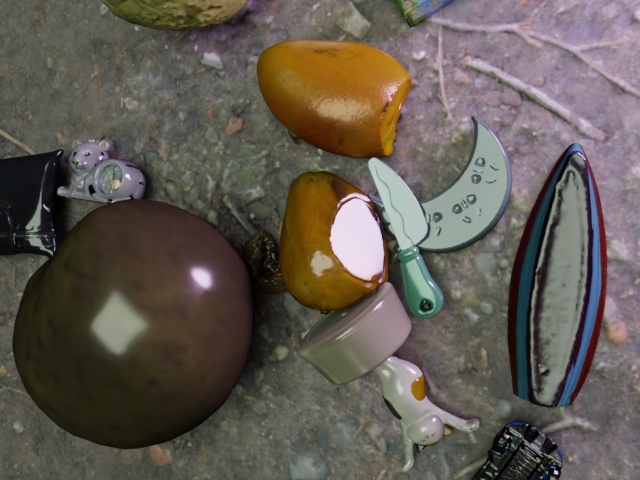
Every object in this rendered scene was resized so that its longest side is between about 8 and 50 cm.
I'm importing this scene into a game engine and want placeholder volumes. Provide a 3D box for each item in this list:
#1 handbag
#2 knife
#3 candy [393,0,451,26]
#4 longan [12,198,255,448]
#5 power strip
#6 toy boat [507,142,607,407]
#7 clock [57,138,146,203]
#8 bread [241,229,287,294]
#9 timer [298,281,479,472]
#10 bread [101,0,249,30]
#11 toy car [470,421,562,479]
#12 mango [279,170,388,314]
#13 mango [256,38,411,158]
[{"bbox_3d":[-0.611,-0.064,1.286,0.254,0.089,0.211,-3,81,20],"label":"handbag"},{"bbox_3d":[0.134,-0.008,0.998,0.063,0.034,0.260,-17,89,20],"label":"knife"},{"bbox_3d":[0.197,-0.435,1.031,0.194,0.062,0.097,-31,79,17],"label":"candy"},{"bbox_3d":[-0.289,0.131,1.034,0.405,0.336,0.404,5,101,25],"label":"longan"},{"bbox_3d":[0.189,-0.062,1.023,0.253,0.054,0.167,-39,76,13],"label":"power strip"},{"bbox_3d":[0.349,0.049,0.957,0.136,0.079,0.392,8,93,18],"label":"toy boat"},{"bbox_3d":[-0.400,-0.127,1.218,0.176,0.080,0.117,10,91,21],"label":"clock"},{"bbox_3d":[-0.094,0.043,1.115,0.082,0.060,0.113,-46,76,10],"label":"bread"},{"bbox_3d":[0.112,0.217,1.009,0.175,0.175,0.266,-36,95,15],"label":"timer"},{"bbox_3d":[-0.235,-0.506,1.060,0.237,0.320,0.320,5,90,38],"label":"bread"},{"bbox_3d":[0.272,0.368,0.973,0.103,0.063,0.216,34,105,18],"label":"toy car"},{"bbox_3d":[0.000,0.000,1.034,0.166,0.136,0.236,-34,52,51],"label":"mango"},{"bbox_3d":[0.006,-0.239,1.051,0.257,0.138,0.187,17,82,13],"label":"mango"}]
